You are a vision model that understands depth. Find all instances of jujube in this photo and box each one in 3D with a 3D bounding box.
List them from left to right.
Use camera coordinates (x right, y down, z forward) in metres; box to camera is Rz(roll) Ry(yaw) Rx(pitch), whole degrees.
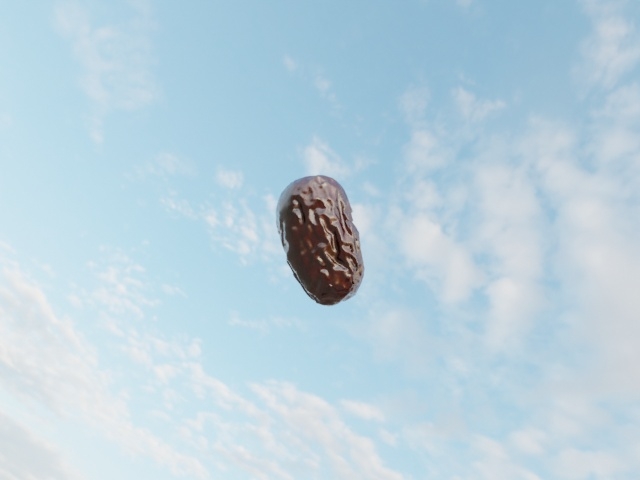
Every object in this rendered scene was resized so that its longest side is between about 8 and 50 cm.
[{"bbox_3d":[0.000,0.000,0.475,0.077,0.077,0.129,-34,-116,45],"label":"jujube"}]
